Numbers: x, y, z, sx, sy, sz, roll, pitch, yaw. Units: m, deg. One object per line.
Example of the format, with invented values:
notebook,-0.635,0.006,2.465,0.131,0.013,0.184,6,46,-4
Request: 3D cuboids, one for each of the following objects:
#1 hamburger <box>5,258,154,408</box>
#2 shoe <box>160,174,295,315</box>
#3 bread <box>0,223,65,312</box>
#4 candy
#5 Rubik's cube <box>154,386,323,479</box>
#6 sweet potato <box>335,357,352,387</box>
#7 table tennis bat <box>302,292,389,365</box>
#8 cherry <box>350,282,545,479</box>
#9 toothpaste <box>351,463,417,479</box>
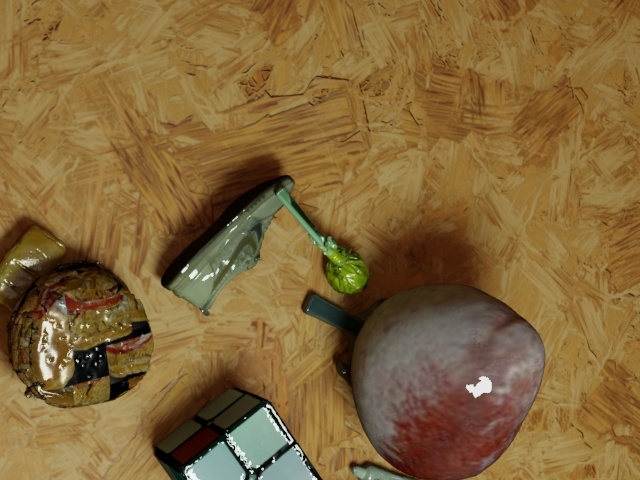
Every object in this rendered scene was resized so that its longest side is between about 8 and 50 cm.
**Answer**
hamburger,-0.360,0.141,1.730,0.231,0.106,0.231,-11,108,-37
shoe,-0.133,0.002,1.859,0.275,0.103,0.098,-45,109,-10
bread,-0.447,0.041,1.739,0.074,0.053,0.132,42,74,-21
candy,0.003,-0.001,1.896,0.073,0.077,0.262,-48,128,-12
Rubik's cube,-0.132,0.360,1.829,0.180,0.167,0.183,-35,103,-19
sweet potato,0.106,0.296,1.992,0.249,0.059,0.069,40,74,-21
table tennis bat,0.097,0.172,2.006,0.301,0.022,0.173,28,81,-24
cherry,0.202,0.210,1.868,0.291,0.326,0.335,3,129,-24
toothpaste,0.149,0.440,2.030,0.233,0.038,0.060,26,84,-26
